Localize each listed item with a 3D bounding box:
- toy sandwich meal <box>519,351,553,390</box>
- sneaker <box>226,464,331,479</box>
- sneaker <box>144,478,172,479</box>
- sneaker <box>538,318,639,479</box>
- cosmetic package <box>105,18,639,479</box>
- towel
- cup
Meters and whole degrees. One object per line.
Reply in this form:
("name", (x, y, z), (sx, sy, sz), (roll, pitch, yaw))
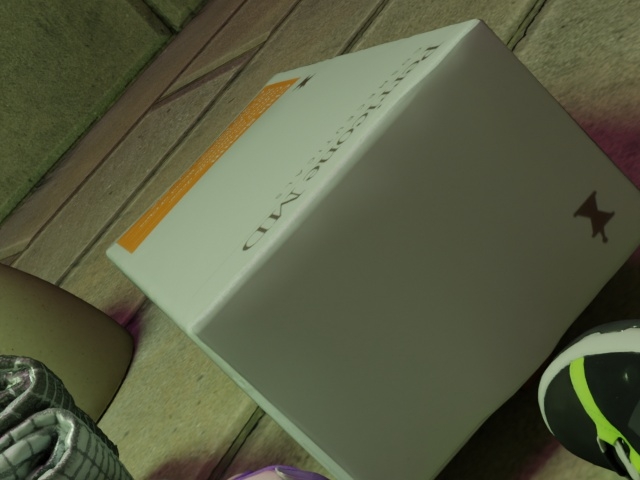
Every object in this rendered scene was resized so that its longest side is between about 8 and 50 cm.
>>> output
("toy sandwich meal", (0.108, 0.066, 0.705), (0.085, 0.029, 0.085), (-41, 16, 15))
("sneaker", (-0.015, 0.173, 0.638), (0.104, 0.095, 0.236), (-45, 16, -28))
("sneaker", (-0.211, 0.282, 0.746), (0.321, 0.124, 0.180), (-41, 4, -29))
("sneaker", (0.159, 0.093, 0.458), (0.097, 0.084, 0.234), (-53, 21, -22))
("cosmetic package", (0.000, 0.000, 0.802), (0.230, 0.161, 0.453), (-47, 15, -8))
("towel", (-0.275, 0.213, 0.803), (0.283, 0.121, 0.235), (-34, -21, -12))
("cup", (-0.405, 0.145, 1.245), (0.331, 0.237, 0.331), (-38, 20, 17))
